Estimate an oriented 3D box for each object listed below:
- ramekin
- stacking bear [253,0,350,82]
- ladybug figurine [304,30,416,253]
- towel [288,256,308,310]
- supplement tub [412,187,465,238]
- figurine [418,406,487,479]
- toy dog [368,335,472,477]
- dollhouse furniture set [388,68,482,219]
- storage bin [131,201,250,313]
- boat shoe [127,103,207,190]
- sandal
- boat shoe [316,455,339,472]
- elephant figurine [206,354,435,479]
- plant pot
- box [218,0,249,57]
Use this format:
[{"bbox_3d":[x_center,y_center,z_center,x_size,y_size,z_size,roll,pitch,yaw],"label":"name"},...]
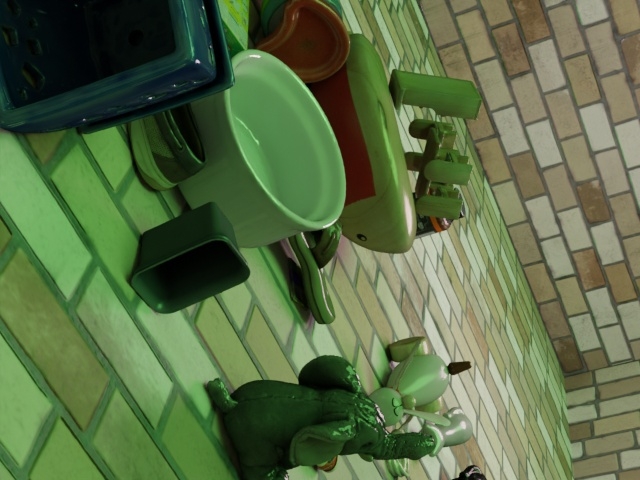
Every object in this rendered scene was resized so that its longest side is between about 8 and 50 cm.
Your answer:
[{"bbox_3d":[-0.095,-0.123,1.467,0.277,0.135,0.277,37,40,-40],"label":"ramekin"},{"bbox_3d":[-0.047,-0.441,1.907,0.164,0.175,0.289,22,35,-31],"label":"stacking bear"},{"bbox_3d":[0.071,-0.185,1.958,0.305,0.161,0.449,64,15,-79],"label":"ladybug figurine"},{"bbox_3d":[-0.037,0.075,1.726,0.060,0.009,0.083,44,35,-54],"label":"towel"},{"bbox_3d":[0.223,-0.059,2.274,0.106,0.197,0.106,-17,90,-71],"label":"supplement tub"},{"bbox_3d":[0.274,0.476,2.162,0.209,0.092,0.215,3,71,-66],"label":"figurine"},{"bbox_3d":[0.206,0.290,1.996,0.334,0.161,0.220,-68,137,-61],"label":"toy dog"},{"bbox_3d":[0.199,-0.193,1.975,0.212,0.161,0.242,-97,-163,-60],"label":"dollhouse furniture set"},{"bbox_3d":[-0.159,0.019,1.259,0.098,0.135,0.091,56,16,-41],"label":"storage bin"},{"bbox_3d":[-0.212,-0.211,1.343,0.103,0.092,0.285,14,61,-68],"label":"boat shoe"},{"bbox_3d":[0.000,0.000,1.687,0.120,0.086,0.303,-86,164,-59],"label":"sandal"},{"bbox_3d":[0.007,0.300,1.612,0.043,0.049,0.137,47,37,-49],"label":"boat shoe"},{"bbox_3d":[0.006,0.238,1.357,0.186,0.239,0.169,8,67,-69],"label":"elephant figurine"},{"bbox_3d":[-0.232,-0.249,1.128,0.212,0.236,0.236,11,64,-77],"label":"plant pot"},{"bbox_3d":[-0.163,-0.409,1.724,0.105,0.043,0.179,52,31,-47],"label":"box"}]
